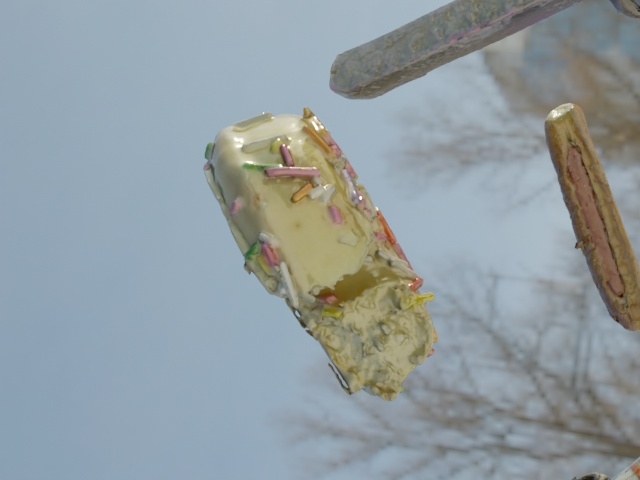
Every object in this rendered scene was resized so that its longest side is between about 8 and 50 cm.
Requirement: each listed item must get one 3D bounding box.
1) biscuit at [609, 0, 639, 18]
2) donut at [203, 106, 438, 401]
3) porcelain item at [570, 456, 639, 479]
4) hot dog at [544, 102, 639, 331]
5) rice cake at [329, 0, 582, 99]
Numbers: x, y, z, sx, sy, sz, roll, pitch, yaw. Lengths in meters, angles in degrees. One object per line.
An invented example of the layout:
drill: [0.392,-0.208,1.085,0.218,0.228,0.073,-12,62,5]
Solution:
biscuit: [0.478,-0.488,2.653,0.332,0.103,0.332,-4,-86,-62]
donut: [0.000,-0.001,2.033,0.307,0.150,0.371,60,-176,35]
porcelain item: [0.393,0.275,1.900,0.288,0.138,0.186,-46,-55,4]
hot dog: [0.331,-0.026,2.144,0.088,0.061,0.285,-9,-100,-71]
rice cake: [0.190,-0.259,2.037,0.070,0.399,0.064,21,-133,-64]
